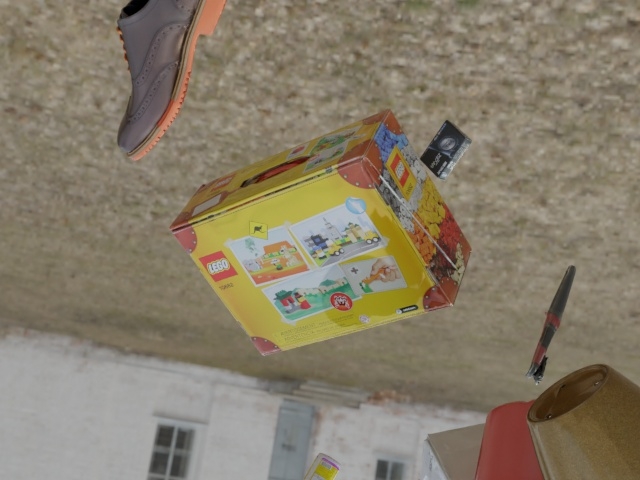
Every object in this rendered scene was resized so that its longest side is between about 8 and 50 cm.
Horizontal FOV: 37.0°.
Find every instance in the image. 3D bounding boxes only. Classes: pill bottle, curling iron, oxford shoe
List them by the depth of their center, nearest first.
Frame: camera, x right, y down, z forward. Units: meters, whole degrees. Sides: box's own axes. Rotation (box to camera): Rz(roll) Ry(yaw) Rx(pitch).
[{"bbox_3d":[-0.187,-0.215,1.067,0.098,0.271,0.097,17,-153,-21],"label":"oxford shoe"},{"bbox_3d":[-0.004,0.390,1.547,0.043,0.083,0.043,29,161,11],"label":"pill bottle"},{"bbox_3d":[0.458,0.164,1.899,0.035,0.274,0.068,19,155,12],"label":"curling iron"}]

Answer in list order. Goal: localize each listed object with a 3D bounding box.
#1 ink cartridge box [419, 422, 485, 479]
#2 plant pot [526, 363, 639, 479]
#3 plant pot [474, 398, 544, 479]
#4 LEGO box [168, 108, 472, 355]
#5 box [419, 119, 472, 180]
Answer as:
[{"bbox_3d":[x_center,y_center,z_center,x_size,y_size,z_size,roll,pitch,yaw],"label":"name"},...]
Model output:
[{"bbox_3d":[0.341,0.433,1.685,0.307,0.223,0.129,-9,-145,-13],"label":"ink cartridge box"},{"bbox_3d":[0.365,0.285,1.144,0.254,0.237,0.237,54,160,-3],"label":"plant pot"},{"bbox_3d":[0.345,0.377,1.414,0.275,0.243,0.275,3,154,1],"label":"plant pot"},{"bbox_3d":[0.000,0.000,1.994,0.500,0.193,0.372,-18,117,32],"label":"LEGO box"},{"bbox_3d":[0.211,-0.152,1.614,0.018,0.083,0.067,19,-156,-37],"label":"box"}]
